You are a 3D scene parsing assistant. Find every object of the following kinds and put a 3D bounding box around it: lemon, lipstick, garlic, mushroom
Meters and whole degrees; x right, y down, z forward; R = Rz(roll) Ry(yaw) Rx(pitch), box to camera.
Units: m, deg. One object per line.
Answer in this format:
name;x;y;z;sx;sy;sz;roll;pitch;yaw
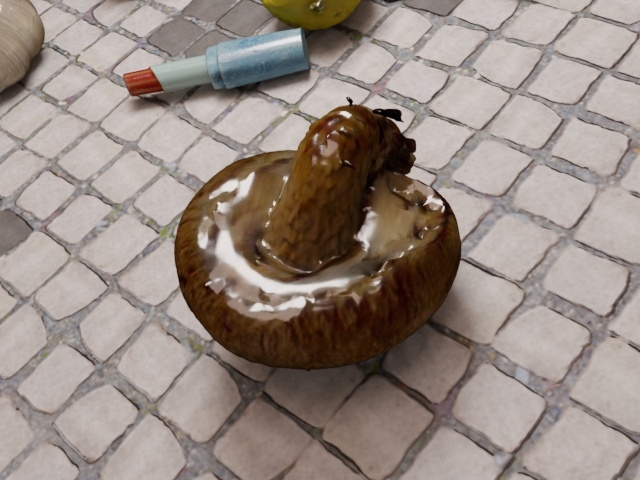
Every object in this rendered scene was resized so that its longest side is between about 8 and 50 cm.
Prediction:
lemon;-0.011;-0.398;1.046;0.174;0.173;0.206;5;47;19
lipstick;-0.154;-0.247;1.041;0.274;0.061;0.068;-10;54;8
garlic;-0.556;-0.322;1.152;0.228;0.152;0.227;-11;50;14
mushroom;0.006;-0.002;0.728;0.263;0.195;0.283;28;82;22
